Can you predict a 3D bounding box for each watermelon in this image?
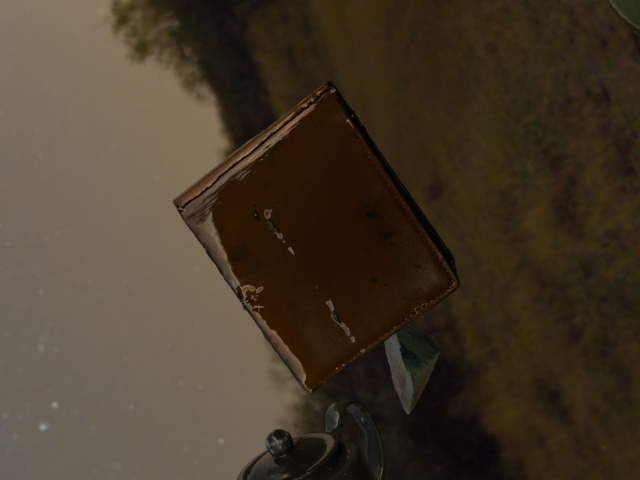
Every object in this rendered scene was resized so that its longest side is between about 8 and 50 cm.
[{"bbox_3d":[0.125,0.171,1.835,0.094,0.081,0.180,-55,32,39],"label":"watermelon"}]

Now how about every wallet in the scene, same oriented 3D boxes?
[{"bbox_3d":[-0.001,0.000,0.979,0.195,0.161,0.042,53,179,-15],"label":"wallet"}]

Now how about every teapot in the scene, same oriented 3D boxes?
[{"bbox_3d":[-0.010,0.234,1.147,0.239,0.162,0.149,-37,-72,-48],"label":"teapot"}]

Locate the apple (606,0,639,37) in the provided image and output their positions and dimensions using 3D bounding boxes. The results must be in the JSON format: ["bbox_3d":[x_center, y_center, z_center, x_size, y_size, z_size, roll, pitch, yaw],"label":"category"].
[{"bbox_3d":[0.412,-0.330,1.323,0.279,0.279,0.279,-25,-90,-90],"label":"apple"}]
